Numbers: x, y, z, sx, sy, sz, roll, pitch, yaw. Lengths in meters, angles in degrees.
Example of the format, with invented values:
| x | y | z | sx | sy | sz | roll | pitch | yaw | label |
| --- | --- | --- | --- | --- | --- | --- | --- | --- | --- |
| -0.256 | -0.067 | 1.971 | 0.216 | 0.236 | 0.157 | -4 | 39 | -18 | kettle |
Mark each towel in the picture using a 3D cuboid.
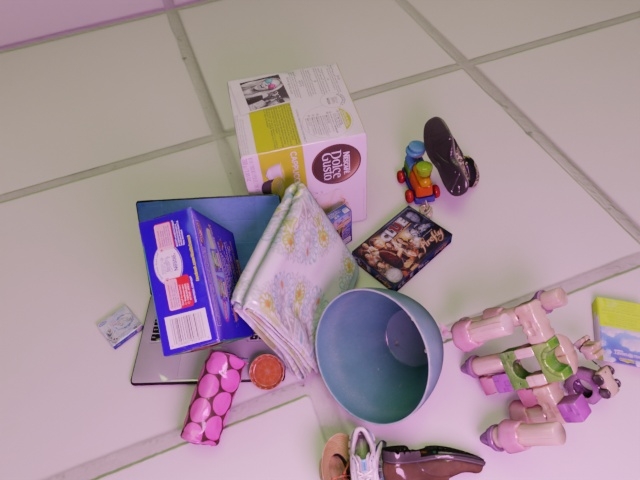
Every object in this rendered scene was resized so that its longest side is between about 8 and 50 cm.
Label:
| x | y | z | sx | sy | sz | roll | pitch | yaw | label |
| --- | --- | --- | --- | --- | --- | --- | --- | --- | --- |
| -0.040 | 0.098 | 1.220 | 0.090 | 0.321 | 0.375 | -2 | 48 | 31 | towel |

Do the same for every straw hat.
| x | y | z | sx | sy | sz | roll | pitch | yaw | label |
| --- | --- | --- | --- | --- | --- | --- | --- | --- | --- |
| 0.030 | 0.483 | 1.064 | 0.061 | 0.144 | 0.145 | -27 | 40 | 37 | straw hat |

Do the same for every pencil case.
| x | y | z | sx | sy | sz | roll | pitch | yaw | label |
| --- | --- | --- | --- | --- | --- | --- | --- | --- | --- |
| -0.238 | 0.357 | 1.157 | 0.095 | 0.098 | 0.210 | -3 | 60 | 44 | pencil case |

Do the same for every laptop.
| x | y | z | sx | sy | sz | roll | pitch | yaw | label |
| --- | --- | --- | --- | --- | --- | --- | --- | --- | --- |
| -0.282 | 0.120 | 1.274 | 0.381 | 0.236 | 0.408 | -3 | 51 | 3 | laptop |

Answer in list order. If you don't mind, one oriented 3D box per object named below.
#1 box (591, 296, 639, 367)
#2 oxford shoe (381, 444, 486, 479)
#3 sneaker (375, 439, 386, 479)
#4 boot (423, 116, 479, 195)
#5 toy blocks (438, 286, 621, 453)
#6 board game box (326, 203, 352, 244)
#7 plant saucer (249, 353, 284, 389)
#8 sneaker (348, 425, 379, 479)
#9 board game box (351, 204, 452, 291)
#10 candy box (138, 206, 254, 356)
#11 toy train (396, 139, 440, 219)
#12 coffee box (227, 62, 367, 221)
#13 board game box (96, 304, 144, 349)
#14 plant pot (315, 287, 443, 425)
| x | y | z | sx | sy | sz | roll | pitch | yaw | label |
| --- | --- | --- | --- | --- | --- | --- | --- | --- | --- |
| 0.722 | 0.227 | 1.227 | 0.108 | 0.042 | 0.178 | 9 | 53 | 12 | box |
| 0.233 | 0.476 | 1.050 | 0.227 | 0.083 | 0.096 | 3 | 77 | -10 | oxford shoe |
| 0.133 | 0.492 | 1.069 | 0.057 | 0.052 | 0.135 | 11 | 60 | 1 | sneaker |
| 0.392 | -0.249 | 1.513 | 0.085 | 0.178 | 0.237 | -23 | 87 | 32 | boot |
| 0.424 | 0.279 | 1.128 | 0.308 | 0.260 | 0.289 | -16 | 79 | -38 | toy blocks |
| 0.000 | 0.000 | 1.409 | 0.201 | 0.136 | 0.035 | -32 | 56 | -20 | board game box |
| -0.127 | 0.313 | 1.215 | 0.083 | 0.013 | 0.084 | 0 | 80 | 3 | plant saucer |
| 0.085 | 0.463 | 1.010 | 0.071 | 0.083 | 0.191 | -10 | 58 | 1 | sneaker |
| 0.229 | 0.019 | 1.433 | 0.243 | 0.042 | 0.165 | -38 | 58 | -23 | board game box |
| -0.254 | 0.098 | 1.106 | 0.122 | 0.317 | 0.269 | -15 | 80 | 4 | candy box |
| 0.308 | -0.171 | 1.513 | 0.105 | 0.143 | 0.248 | -11 | 51 | -4 | toy train |
| -0.062 | -0.256 | 1.488 | 0.333 | 0.338 | 0.338 | -12 | 51 | -5 | coffee box |
| -0.528 | 0.228 | 1.346 | 0.090 | 0.020 | 0.090 | -38 | 59 | -23 | board game box |
| 0.160 | 0.240 | 1.148 | 0.290 | 0.290 | 0.195 | 40 | 27 | 30 | plant pot |
